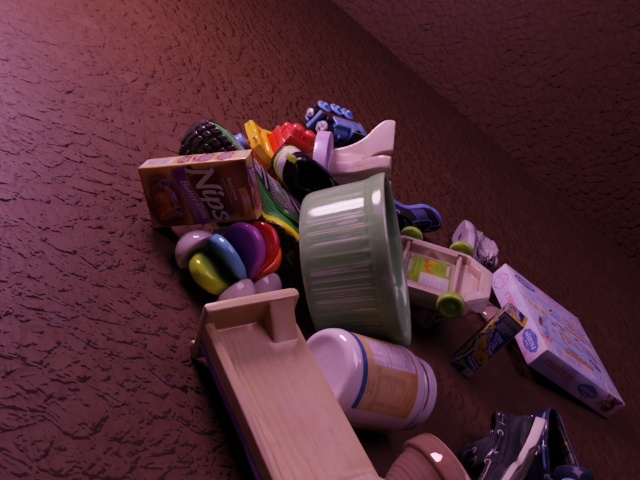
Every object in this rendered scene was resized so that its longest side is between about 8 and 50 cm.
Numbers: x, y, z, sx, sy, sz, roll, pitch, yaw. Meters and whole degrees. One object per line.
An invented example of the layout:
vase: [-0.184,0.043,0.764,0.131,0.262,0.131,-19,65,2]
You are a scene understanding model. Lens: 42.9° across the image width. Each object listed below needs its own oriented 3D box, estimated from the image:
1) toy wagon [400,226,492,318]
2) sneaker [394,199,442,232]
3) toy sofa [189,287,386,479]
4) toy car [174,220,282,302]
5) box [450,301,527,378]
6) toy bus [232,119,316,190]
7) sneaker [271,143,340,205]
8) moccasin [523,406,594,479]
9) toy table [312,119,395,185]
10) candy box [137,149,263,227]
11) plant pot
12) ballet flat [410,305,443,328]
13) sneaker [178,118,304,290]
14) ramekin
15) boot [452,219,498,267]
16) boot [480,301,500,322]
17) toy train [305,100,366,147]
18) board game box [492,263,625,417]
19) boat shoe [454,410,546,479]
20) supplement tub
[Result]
toy wagon: [0.192,0.056,1.741,0.345,0.068,0.267,17,27,7]
sneaker: [0.219,-0.044,2.019,0.232,0.081,0.090,12,40,-35]
toy sofa: [-0.048,0.256,1.107,0.150,0.177,0.362,-9,51,-28]
toy car: [-0.132,0.029,1.332,0.159,0.136,0.182,50,26,18]
box: [0.344,0.205,1.672,0.054,0.169,0.059,44,26,5]
toy bus: [-0.118,-0.155,1.568,0.220,0.211,0.149,21,33,-33]
sneaker: [-0.003,-0.087,1.521,0.235,0.084,0.097,40,-5,-37]
moccasin: [0.432,0.441,1.471,0.138,0.117,0.342,25,29,-30]
toy table: [0.070,-0.135,1.721,0.161,0.252,0.274,5,1,5]
candy box: [-0.196,-0.085,1.346,0.053,0.187,0.109,-71,154,-64]
plant pot: [0.143,0.391,1.099,0.110,0.237,0.237,-20,54,-16]
ballet flat: [0.250,0.135,1.785,0.079,0.077,0.221,59,30,-4]
sneaker: [-0.128,-0.071,1.471,0.343,0.134,0.146,55,22,-17]
ramekin: [0.062,0.042,1.417,0.303,0.148,0.303,-8,90,-80]
boot: [0.414,0.031,2.137,0.123,0.095,0.258,32,25,-2]
boot: [0.400,0.181,1.949,0.087,0.042,0.118,49,23,27]
toy train: [0.039,-0.311,2.197,0.184,0.080,0.105,8,46,-50]
board game box: [0.582,0.246,2.026,0.319,0.066,0.318,34,25,-28]
boat shoe: [0.282,0.380,1.375,0.113,0.127,0.340,21,31,23]
supplement tub: [0.073,0.226,1.290,0.200,0.144,0.144,20,32,-38]
